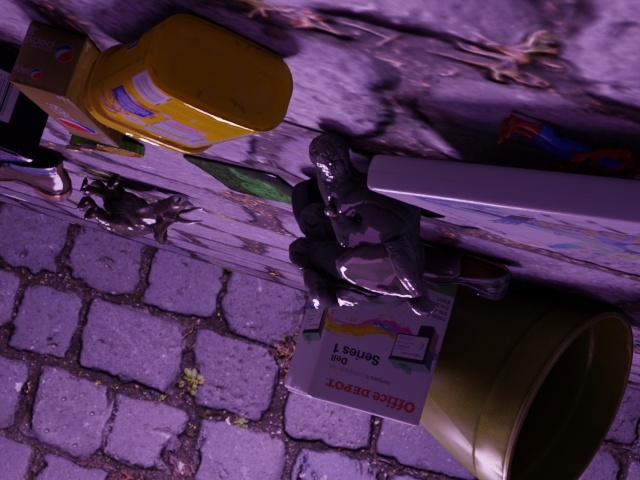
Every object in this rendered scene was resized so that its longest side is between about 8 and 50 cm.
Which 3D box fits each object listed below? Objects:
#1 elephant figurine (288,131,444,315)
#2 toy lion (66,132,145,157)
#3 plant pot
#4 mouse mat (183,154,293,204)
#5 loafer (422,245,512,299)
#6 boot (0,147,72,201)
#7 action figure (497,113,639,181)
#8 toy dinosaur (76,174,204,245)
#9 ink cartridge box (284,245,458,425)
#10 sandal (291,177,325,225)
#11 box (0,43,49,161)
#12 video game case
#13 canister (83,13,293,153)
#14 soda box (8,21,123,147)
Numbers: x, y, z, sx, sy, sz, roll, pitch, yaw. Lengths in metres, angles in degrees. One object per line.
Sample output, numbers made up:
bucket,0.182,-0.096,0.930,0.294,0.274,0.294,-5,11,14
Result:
elephant figurine,0.063,-0.009,0.977,0.186,0.169,0.239,-11,165,-21
toy lion,-0.302,-0.135,1.282,0.096,0.034,0.100,13,176,-33
plant pot,0.289,0.227,1.568,0.353,0.366,0.366,25,180,39
mouse mat,-0.096,-0.081,1.300,0.152,0.007,0.190,14,173,22
loafer,0.203,0.036,1.342,0.170,0.062,0.061,13,150,4
boot,-0.556,-0.153,1.639,0.219,0.082,0.106,21,151,-2
action figure,0.193,-0.066,0.679,0.115,0.030,0.038,14,170,-1
toy dinosaur,-0.380,-0.051,1.733,0.160,0.121,0.313,38,158,-34
ink cartridge box,0.086,0.134,1.428,0.201,0.278,0.117,19,173,-20
sandal,0.050,-0.010,1.200,0.054,0.097,0.254,-17,158,25
box,-0.408,-0.163,0.991,0.153,0.108,0.207,22,171,-39
video game case,0.255,-0.011,0.776,0.329,0.036,0.300,10,177,40
canister,-0.112,-0.125,0.745,0.126,0.073,0.170,20,171,-28
soda box,-0.240,-0.149,0.892,0.058,0.061,0.181,17,173,6
